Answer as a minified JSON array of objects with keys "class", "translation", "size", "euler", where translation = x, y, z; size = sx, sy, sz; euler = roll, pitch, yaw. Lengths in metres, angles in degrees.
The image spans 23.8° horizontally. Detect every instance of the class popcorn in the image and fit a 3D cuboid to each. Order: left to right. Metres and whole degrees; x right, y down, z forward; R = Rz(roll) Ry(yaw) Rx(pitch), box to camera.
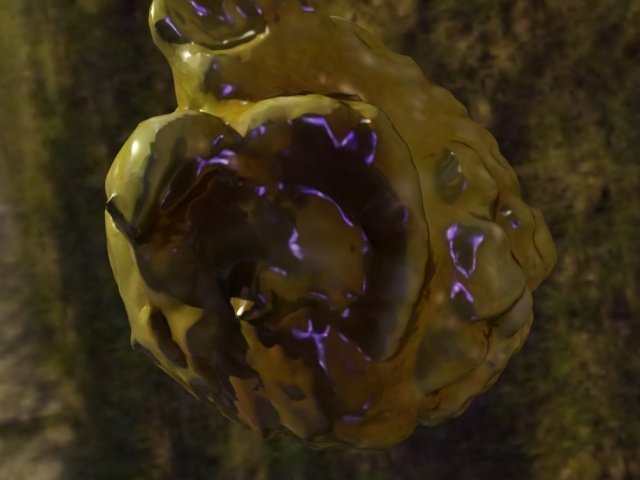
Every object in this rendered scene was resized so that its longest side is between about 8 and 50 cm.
[{"class":"popcorn","translation":[-0.008,-0.004,1.070],"size":[0.335,0.274,0.279],"euler":[32,140,8]}]
